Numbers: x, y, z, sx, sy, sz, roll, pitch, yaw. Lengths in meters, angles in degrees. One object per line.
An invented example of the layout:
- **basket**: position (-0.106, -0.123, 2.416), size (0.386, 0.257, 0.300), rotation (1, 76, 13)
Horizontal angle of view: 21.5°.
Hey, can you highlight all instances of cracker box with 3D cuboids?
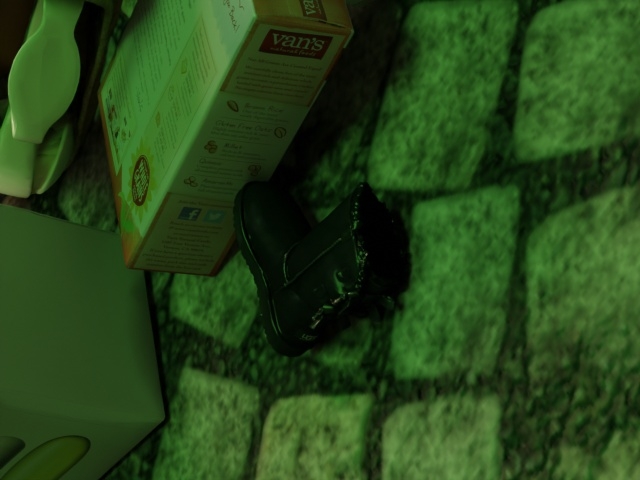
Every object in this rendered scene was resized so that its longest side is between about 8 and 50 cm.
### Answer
- **cracker box**: position (-0.066, -0.108, 1.041), size (0.232, 0.067, 0.155), rotation (122, 145, -44)

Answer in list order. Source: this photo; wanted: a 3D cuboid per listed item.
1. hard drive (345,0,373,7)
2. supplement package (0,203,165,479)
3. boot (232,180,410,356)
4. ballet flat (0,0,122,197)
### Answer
- **hard drive**: position (0.054, -0.347, 1.025), size (0.233, 0.047, 0.353), rotation (-41, 47, 39)
- **supplement package**: position (-0.244, 0.092, 1.133), size (0.203, 0.194, 0.149), rotation (-43, 45, 37)
- **boot**: position (-0.001, 0.000, 0.963), size (0.099, 0.045, 0.121), rotation (-40, 54, 42)
- **ballet flat**: position (-0.197, -0.108, 1.149), size (0.342, 0.116, 0.124), rotation (124, 151, -54)
